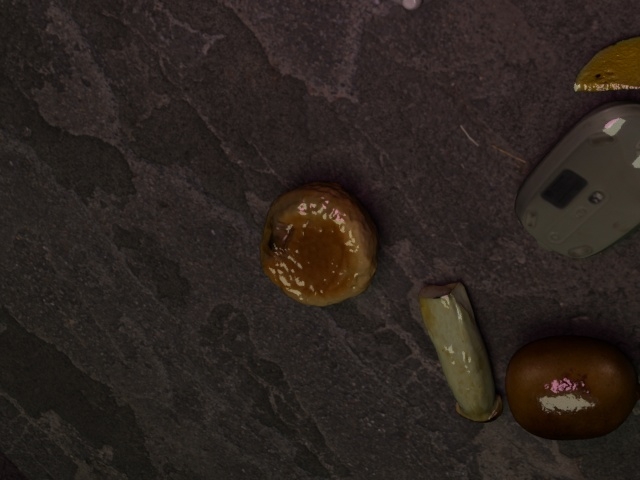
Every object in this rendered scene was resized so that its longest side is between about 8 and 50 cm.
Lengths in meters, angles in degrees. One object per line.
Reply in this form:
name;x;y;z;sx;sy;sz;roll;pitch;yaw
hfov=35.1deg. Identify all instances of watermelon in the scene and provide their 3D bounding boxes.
watermelon;0.472;-0.261;1.484;0.181;0.092;0.075;5;112;31

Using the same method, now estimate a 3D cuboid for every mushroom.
mushroom;0.268;0.220;1.930;0.100;0.081;0.312;-10;117;23

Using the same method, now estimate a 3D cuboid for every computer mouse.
computer mouse;0.447;-0.096;1.612;0.197;0.095;0.331;37;139;-3

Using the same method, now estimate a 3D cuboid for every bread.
bread;0.000;0.000;1.859;0.244;0.134;0.244;13;125;18

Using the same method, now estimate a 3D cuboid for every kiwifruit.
kiwifruit;0.451;0.262;1.807;0.234;0.196;0.196;-3;122;27

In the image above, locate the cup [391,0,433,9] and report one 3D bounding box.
cup;0.120;-0.419;1.490;0.173;0.142;0.134;20;130;11
